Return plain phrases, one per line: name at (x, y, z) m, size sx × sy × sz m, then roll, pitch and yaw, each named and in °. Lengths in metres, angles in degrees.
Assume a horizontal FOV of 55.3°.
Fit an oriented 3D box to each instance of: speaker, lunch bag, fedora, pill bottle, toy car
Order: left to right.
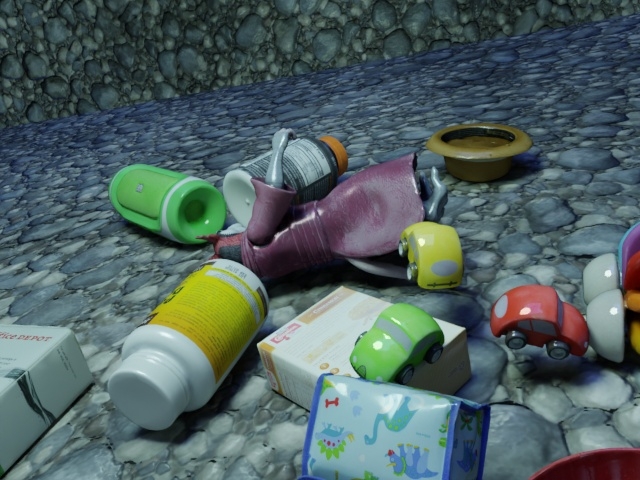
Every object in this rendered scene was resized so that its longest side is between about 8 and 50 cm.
speaker at (-0.310, -0.076, 1.205) m, size 0.131 × 0.131 × 0.296 m, roll -30°, pitch 30°, yaw -32°
pill bottle at (-0.154, 0.120, 0.731) m, size 0.117 × 0.117 × 0.215 m, roll -1°, pitch 27°, yaw 23°
pill bottle at (-0.055, -0.119, 1.167) m, size 0.130 × 0.131 × 0.245 m, roll 13°, pitch 35°, yaw 43°
lunch bag at (0.053, 0.191, 0.483) m, size 0.128 × 0.151 × 0.096 m, roll 4°, pitch -11°, yaw 36°
toy car at (0.124, 0.068, 0.612) m, size 0.225 × 0.053 × 0.239 m, roll -28°, pitch 49°, yaw -32°
fedora at (0.296, -0.161, 1.147) m, size 0.194 × 0.079 × 0.194 m, roll -5°, pitch 28°, yaw 3°
toy car at (0.358, 0.041, 0.630) m, size 0.159 × 0.136 × 0.182 m, roll -2°, pitch 27°, yaw 22°

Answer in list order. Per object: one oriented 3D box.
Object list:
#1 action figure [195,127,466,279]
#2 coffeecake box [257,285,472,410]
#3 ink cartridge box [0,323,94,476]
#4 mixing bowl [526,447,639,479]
action figure at (0.000, 0.000, 0.901) m, size 0.370 × 0.248 × 0.276 m, roll -17°, pitch 59°, yaw 4°
coffeecake box at (0.046, 0.131, 0.672) m, size 0.142 × 0.068 × 0.185 m, roll -31°, pitch 31°, yaw -34°
ink cartridge box at (-0.402, 0.196, 0.728) m, size 0.153 × 0.087 × 0.208 m, roll -1°, pitch 29°, yaw 25°
mixing bowl at (0.203, 0.226, 0.365) m, size 0.181 × 0.098 × 0.181 m, roll -11°, pitch 26°, yaw 5°
